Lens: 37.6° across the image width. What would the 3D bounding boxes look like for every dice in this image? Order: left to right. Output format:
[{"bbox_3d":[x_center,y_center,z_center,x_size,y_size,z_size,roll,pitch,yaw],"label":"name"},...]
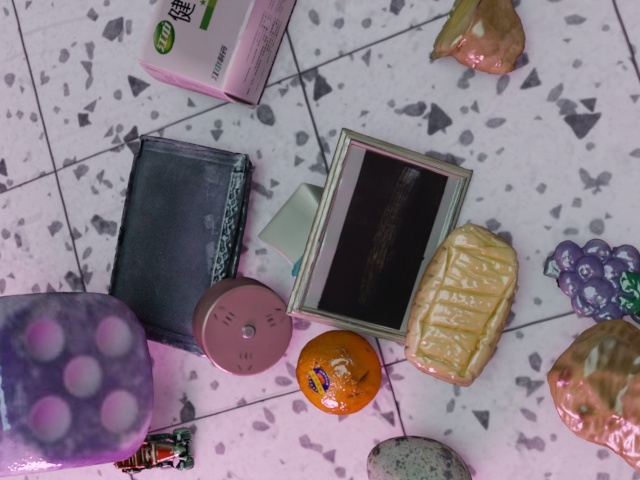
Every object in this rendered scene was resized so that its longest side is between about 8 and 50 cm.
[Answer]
[{"bbox_3d":[-0.447,0.233,1.509,0.270,0.270,0.271,-18,74,46],"label":"dice"}]

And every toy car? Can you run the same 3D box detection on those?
[{"bbox_3d":[-0.283,0.360,1.600,0.143,0.054,0.073,-8,86,20],"label":"toy car"}]

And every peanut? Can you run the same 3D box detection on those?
[{"bbox_3d":[0.437,0.217,1.318,0.233,0.110,0.197,24,104,20],"label":"peanut"}]

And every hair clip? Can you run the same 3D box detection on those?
[{"bbox_3d":[0.422,0.064,1.369,0.195,0.052,0.124,12,91,12],"label":"hair clip"}]

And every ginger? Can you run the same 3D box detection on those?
[{"bbox_3d":[0.265,-0.342,1.418,0.122,0.115,0.193,27,90,-3],"label":"ginger"}]

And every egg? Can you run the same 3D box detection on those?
[{"bbox_3d":[0.146,0.358,1.406,0.172,0.132,0.132,25,96,31],"label":"egg"}]

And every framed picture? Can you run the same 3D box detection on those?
[{"bbox_3d":[0.093,0.002,1.424,0.231,0.018,0.293,15,94,-20],"label":"framed picture"}]

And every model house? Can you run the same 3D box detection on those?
[{"bbox_3d":[0.000,0.000,1.488,0.149,0.100,0.127,45,103,18],"label":"model house"}]

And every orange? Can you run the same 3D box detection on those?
[{"bbox_3d":[0.033,0.204,1.462,0.135,0.117,0.136,5,97,41],"label":"orange"}]

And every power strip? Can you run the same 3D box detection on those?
[{"bbox_3d":[-0.124,0.138,1.500,0.154,0.078,0.154,-4,100,-21],"label":"power strip"}]

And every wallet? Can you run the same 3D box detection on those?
[{"bbox_3d":[-0.238,0.005,1.591,0.237,0.075,0.342,12,94,26],"label":"wallet"}]

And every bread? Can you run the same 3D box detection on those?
[{"bbox_3d":[0.210,0.094,1.400,0.140,0.106,0.236,22,93,6],"label":"bread"}]

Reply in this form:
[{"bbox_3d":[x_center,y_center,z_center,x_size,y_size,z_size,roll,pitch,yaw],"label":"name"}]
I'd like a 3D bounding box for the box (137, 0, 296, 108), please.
[{"bbox_3d":[-0.149,-0.395,1.534,0.173,0.145,0.333,23,96,21],"label":"box"}]
